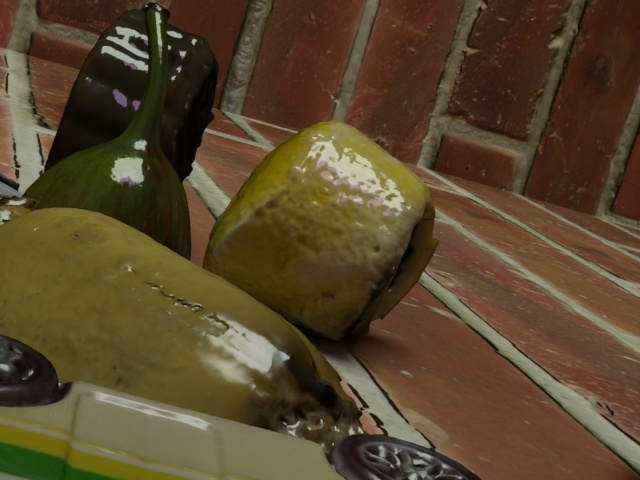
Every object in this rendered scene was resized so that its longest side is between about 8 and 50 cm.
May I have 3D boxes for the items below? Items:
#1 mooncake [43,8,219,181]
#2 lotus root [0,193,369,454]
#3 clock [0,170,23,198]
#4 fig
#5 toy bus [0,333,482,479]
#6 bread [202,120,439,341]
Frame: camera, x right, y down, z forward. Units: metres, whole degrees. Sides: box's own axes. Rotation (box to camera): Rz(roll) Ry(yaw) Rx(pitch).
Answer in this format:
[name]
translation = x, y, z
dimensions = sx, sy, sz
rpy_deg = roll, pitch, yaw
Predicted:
[mooncake]
translation = -0.179, -0.107, 1.245
dimensions = 0.124, 0.228, 0.228
rpy_deg = 24, 10, 1
[lotus root]
translation = -0.101, 0.067, 0.652
dimensions = 0.303, 0.131, 0.146
rpy_deg = 26, -10, 39
[clock]
translation = -0.330, -0.031, 0.976
dimensions = 0.192, 0.071, 0.147
rpy_deg = 8, 13, -47
[fig]
translation = -0.141, -0.055, 0.938
dimensions = 0.149, 0.245, 0.149
rpy_deg = 17, 2, -1
[toy bus]
translation = -0.066, 0.126, 0.335
dimensions = 0.305, 0.143, 0.179
rpy_deg = 17, 12, -10
[bread]
translation = 0.000, -0.003, 1.121
dimensions = 0.170, 0.197, 0.197
rpy_deg = 34, 13, 12
